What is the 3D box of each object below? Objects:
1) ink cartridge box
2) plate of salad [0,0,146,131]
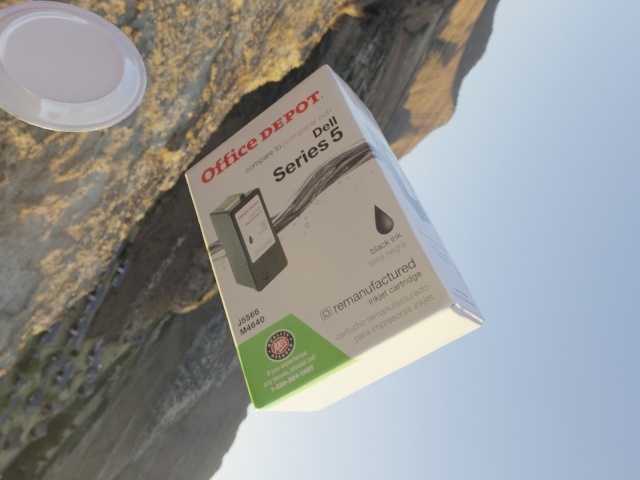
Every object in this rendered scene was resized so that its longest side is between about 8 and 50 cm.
[{"bbox_3d":[0.000,0.000,0.535,0.198,0.273,0.114,-33,151,18],"label":"ink cartridge box"},{"bbox_3d":[-0.324,-0.216,0.681,0.048,0.199,0.200,-42,-164,53],"label":"plate of salad"}]
